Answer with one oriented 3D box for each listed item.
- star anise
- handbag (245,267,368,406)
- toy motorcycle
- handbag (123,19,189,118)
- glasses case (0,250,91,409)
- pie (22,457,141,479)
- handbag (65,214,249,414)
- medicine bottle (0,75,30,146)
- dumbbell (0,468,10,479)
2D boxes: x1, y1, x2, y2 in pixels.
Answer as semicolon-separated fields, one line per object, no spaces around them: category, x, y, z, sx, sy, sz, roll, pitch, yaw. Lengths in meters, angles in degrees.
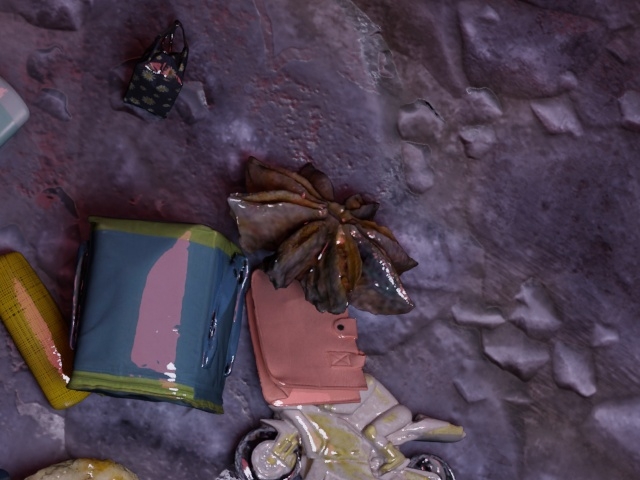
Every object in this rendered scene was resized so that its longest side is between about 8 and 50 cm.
star anise;0.002;0.001;1.931;0.331;0.118;0.332;25;35;-19
handbag;-0.019;0.135;1.938;0.157;0.059;0.213;1;51;-16
toy motorcycle;0.049;0.284;1.958;0.340;0.108;0.223;15;70;-13
handbag;-0.233;-0.266;1.974;0.072;0.115;0.139;18;60;-12
glasses case;-0.394;0.125;1.883;0.079;0.064;0.234;-30;91;-10
pie;-0.327;0.419;1.804;0.274;0.055;0.274;7;81;-46
handbag;-0.222;0.103;1.833;0.222;0.263;0.241;7;79;9
medicine bottle;-0.558;-0.090;1.846;0.110;0.110;0.352;44;74;-5
dumbbell;-0.480;0.460;1.766;0.143;0.156;0.316;-7;82;14
